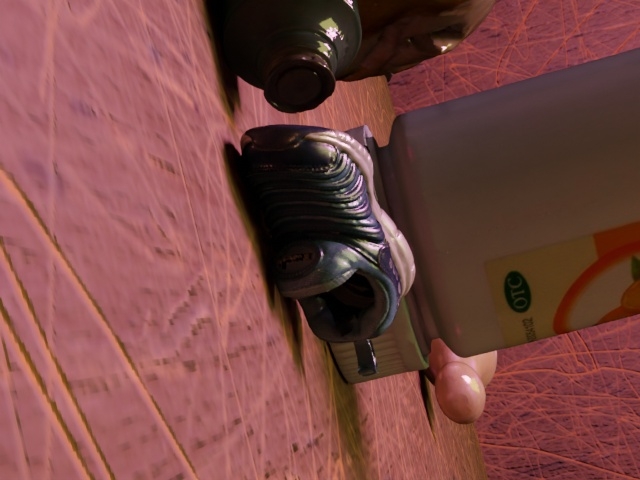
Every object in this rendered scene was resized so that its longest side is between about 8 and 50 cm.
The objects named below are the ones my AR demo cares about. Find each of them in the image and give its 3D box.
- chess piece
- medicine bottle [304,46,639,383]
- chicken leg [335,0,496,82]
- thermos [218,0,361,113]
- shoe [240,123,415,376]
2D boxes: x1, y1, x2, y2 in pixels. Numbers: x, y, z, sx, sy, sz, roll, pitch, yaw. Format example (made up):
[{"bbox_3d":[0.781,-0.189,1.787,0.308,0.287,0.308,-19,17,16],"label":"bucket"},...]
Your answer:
[{"bbox_3d":[0.153,0.095,1.650,0.307,0.124,0.138,-85,-169,-62],"label":"chess piece"},{"bbox_3d":[0.152,-0.025,0.864,0.158,0.318,0.158,-15,90,-83],"label":"medicine bottle"},{"bbox_3d":[0.062,-0.193,0.883,0.152,0.201,0.429,54,-7,-6],"label":"chicken leg"},{"bbox_3d":[-0.019,-0.143,0.735,0.083,0.073,0.187,74,6,-46],"label":"thermos"},{"bbox_3d":[0.000,0.000,0.677,0.143,0.064,0.071,62,32,-45],"label":"shoe"}]
